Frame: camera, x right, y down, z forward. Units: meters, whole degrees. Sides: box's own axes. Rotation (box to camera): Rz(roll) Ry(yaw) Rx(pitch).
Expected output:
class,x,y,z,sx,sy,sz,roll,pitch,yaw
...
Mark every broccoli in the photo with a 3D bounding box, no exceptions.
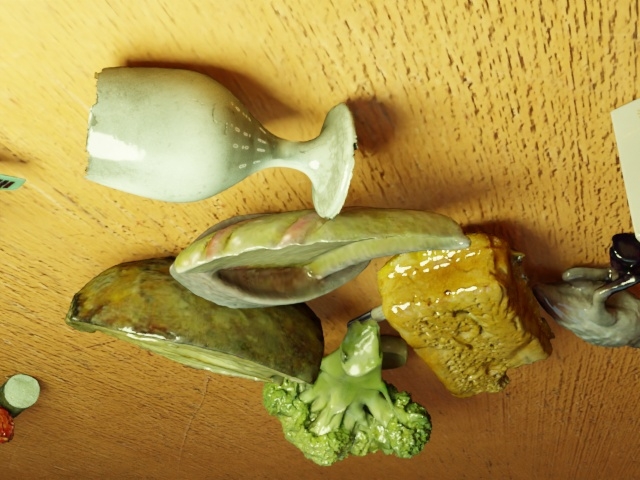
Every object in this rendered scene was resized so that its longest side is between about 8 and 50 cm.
class,x,y,z,sx,sy,sz,roll,pitch,yaw
broccoli,0.050,0.278,1.350,0.254,0.186,0.302,39,156,-12

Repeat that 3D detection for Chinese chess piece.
class,x,y,z,sx,sy,sz,roll,pitch,yaw
Chinese chess piece,0.106,0.186,1.407,0.084,0.034,0.084,1,150,1

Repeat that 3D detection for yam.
class,x,y,z,sx,sy,sz,roll,pitch,yaw
yam,-0.584,0.301,1.593,0.068,0.068,0.169,17,152,-29

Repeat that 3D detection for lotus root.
class,x,y,z,sx,sy,sz,roll,pitch,yaw
lotus root,-0.153,0.087,1.079,0.313,0.142,0.210,18,163,-18

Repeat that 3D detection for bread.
class,x,y,z,sx,sy,sz,roll,pitch,yaw
bread,0.212,0.110,1.140,0.185,0.109,0.380,-19,147,15

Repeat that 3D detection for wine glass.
class,x,y,z,sx,sy,sz,roll,pitch,yaw
wine glass,-0.094,-0.091,0.786,0.241,0.127,0.126,7,152,-18

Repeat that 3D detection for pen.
class,x,y,z,sx,sy,sz,roll,pitch,yaw
pen,0.111,0.100,1.251,0.025,0.025,0.204,20,146,-33

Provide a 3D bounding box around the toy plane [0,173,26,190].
class,x,y,z,sx,sy,sz,roll,pitch,yaw
toy plane,-0.473,-0.009,0.976,0.155,0.107,0.381,11,150,-33

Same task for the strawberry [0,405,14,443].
class,x,y,z,sx,sy,sz,roll,pitch,yaw
strawberry,-0.659,0.295,1.519,0.236,0.111,0.190,7,153,4

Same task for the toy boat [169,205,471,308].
class,x,y,z,sx,sy,sz,roll,pitch,yaw
toy boat,-0.028,0.007,0.937,0.275,0.111,0.293,-3,168,-22

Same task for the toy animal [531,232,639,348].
class,x,y,z,sx,sy,sz,roll,pitch,yaw
toy animal,0.415,0.104,1.182,0.195,0.091,0.324,-6,148,24

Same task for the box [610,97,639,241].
class,x,y,z,sx,sy,sz,roll,pitch,yaw
box,0.390,-0.094,0.752,0.067,0.150,0.233,22,146,-40
